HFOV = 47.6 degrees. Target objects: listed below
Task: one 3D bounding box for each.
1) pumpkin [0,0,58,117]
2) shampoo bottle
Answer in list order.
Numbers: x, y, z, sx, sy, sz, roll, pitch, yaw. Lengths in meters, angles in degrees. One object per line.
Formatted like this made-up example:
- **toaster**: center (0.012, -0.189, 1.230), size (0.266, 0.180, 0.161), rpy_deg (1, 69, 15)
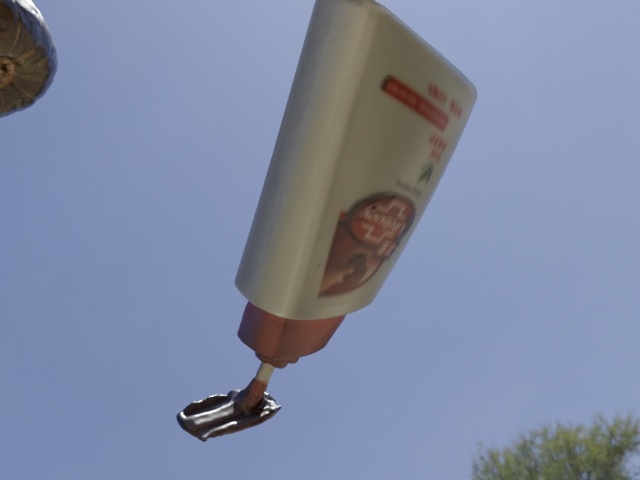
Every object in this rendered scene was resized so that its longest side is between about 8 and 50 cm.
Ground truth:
- **pumpkin**: center (-0.474, -0.261, 0.972), size (0.219, 0.162, 0.219), rpy_deg (-32, -22, -15)
- **shampoo bottle**: center (0.000, 0.000, 0.477), size (0.153, 0.071, 0.284), rpy_deg (15, -80, -54)
